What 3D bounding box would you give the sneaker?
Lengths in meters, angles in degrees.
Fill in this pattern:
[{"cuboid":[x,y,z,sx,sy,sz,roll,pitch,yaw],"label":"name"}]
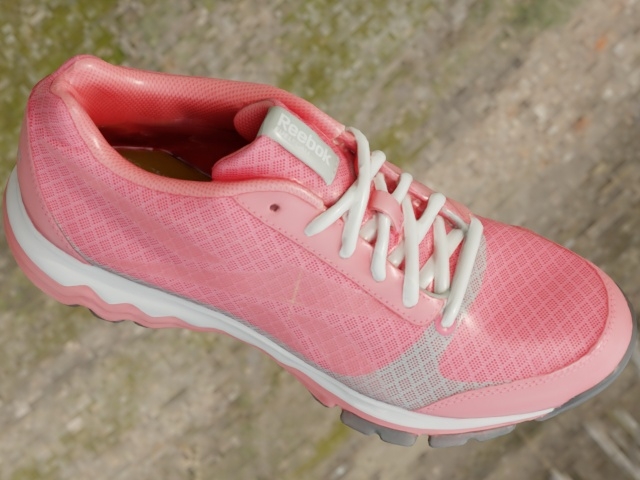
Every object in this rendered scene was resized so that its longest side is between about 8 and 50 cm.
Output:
[{"cuboid":[-0.001,0.000,0.746,0.136,0.314,0.116,103,4,-56],"label":"sneaker"}]
